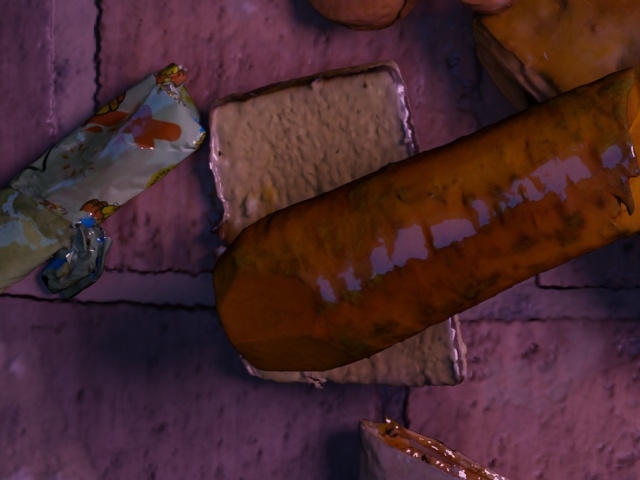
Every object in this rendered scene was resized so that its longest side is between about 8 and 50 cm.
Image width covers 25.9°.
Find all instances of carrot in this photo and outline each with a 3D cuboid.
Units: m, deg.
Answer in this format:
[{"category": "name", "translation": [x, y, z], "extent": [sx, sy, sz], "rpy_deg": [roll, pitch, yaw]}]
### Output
[{"category": "carrot", "translation": [0.076, -0.004, 0.885], "extent": [0.302, 0.114, 0.114], "rpy_deg": [-23, 91, 16]}]

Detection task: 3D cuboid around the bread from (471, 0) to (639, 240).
[{"category": "bread", "translation": [0.316, -0.112, 0.940], "extent": [0.314, 0.191, 0.370], "rpy_deg": [-39, 87, 10]}]

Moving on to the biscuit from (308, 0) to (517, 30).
[{"category": "biscuit", "translation": [0.096, -0.262, 0.949], "extent": [0.340, 0.047, 0.216], "rpy_deg": [-30, 66, 38]}]

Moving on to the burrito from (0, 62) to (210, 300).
[{"category": "burrito", "translation": [-0.195, -0.019, 1.088], "extent": [0.288, 0.054, 0.104], "rpy_deg": [-37, 91, 8]}]

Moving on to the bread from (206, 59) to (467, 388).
[{"category": "bread", "translation": [0.000, 0.000, 1.016], "extent": [0.178, 0.135, 0.240], "rpy_deg": [-12, 95, 6]}]

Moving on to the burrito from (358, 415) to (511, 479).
[{"category": "burrito", "translation": [0.101, 0.281, 1.044], "extent": [0.143, 0.105, 0.299], "rpy_deg": [0, 96, 12]}]
